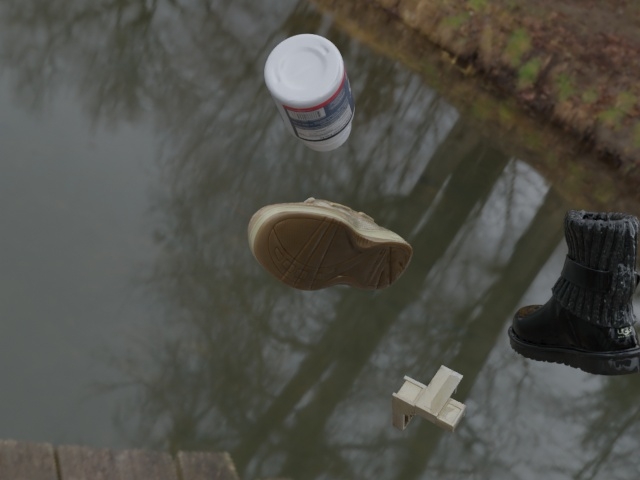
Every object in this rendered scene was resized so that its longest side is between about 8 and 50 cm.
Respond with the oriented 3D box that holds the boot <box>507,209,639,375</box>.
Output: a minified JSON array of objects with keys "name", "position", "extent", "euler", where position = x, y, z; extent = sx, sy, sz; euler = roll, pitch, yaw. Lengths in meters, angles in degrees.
[{"name":"boot","position":[0.433,0.074,1.565],"extent":[0.131,0.260,0.348],"euler":[-9,5,-20]}]

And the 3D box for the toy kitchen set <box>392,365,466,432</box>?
[{"name":"toy kitchen set","position":[0.141,0.203,1.123],"extent":[0.083,0.075,0.068],"euler":[25,54,24]}]

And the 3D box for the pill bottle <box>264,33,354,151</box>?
[{"name":"pill bottle","position":[-0.009,-0.198,1.275],"extent":[0.108,0.108,0.180],"euler":[38,-9,19]}]

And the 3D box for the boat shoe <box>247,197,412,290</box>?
[{"name":"boat shoe","position":[0.000,0.000,1.341],"extent":[0.110,0.122,0.341],"euler":[43,16,35]}]
